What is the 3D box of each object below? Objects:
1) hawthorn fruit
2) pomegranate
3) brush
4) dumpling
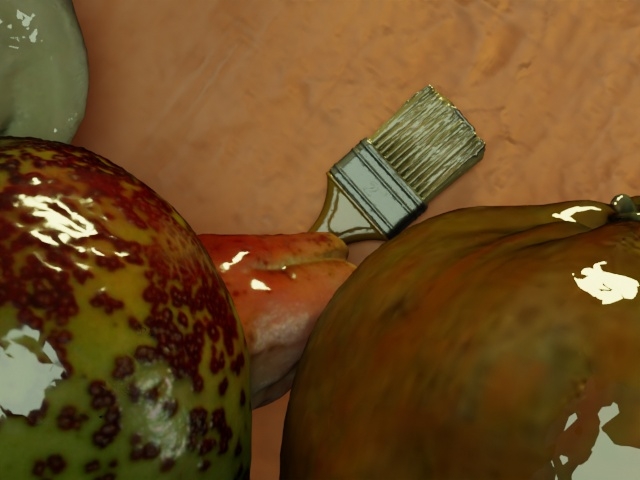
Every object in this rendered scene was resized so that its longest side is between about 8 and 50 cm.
[{"bbox_3d":[0.109,0.134,0.624,0.267,0.268,0.301,7,93,2],"label":"hawthorn fruit"},{"bbox_3d":[-0.086,0.052,0.672,0.247,0.214,0.214,-19,87,-23],"label":"pomegranate"},{"bbox_3d":[0.000,0.000,0.755,0.170,0.014,0.043,-42,86,1],"label":"brush"},{"bbox_3d":[-0.174,-0.091,0.723,0.150,0.092,0.176,-3,91,2],"label":"dumpling"}]
